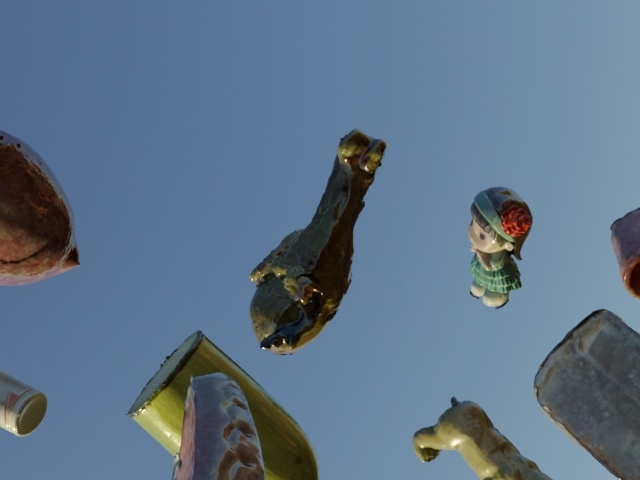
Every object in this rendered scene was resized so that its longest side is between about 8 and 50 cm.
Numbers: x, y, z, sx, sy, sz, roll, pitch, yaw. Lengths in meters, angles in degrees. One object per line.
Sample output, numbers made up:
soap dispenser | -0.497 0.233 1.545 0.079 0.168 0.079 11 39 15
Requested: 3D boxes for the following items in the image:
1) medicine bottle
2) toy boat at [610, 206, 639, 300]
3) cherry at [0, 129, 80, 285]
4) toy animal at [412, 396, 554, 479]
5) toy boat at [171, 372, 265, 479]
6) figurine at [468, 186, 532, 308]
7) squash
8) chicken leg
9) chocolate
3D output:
medicine bottle | -0.366 0.185 1.204 0.057 0.089 0.057 -50 -26 -37
toy boat | 0.412 0.069 1.012 0.282 0.206 0.096 -108 30 -59
cherry | -0.412 -0.035 1.329 0.249 0.175 0.192 38 -121 -22
toy animal | 0.211 0.262 1.212 0.103 0.219 0.101 -28 -36 -24
toy boat | -0.075 0.214 0.844 0.227 0.085 0.155 -104 27 -62
figurine | 0.331 0.015 1.914 0.110 0.138 0.245 -23 -47 -24
squash | -0.096 0.232 1.234 0.247 0.132 0.132 42 -121 -11
chicken leg | 0.001 0.008 1.615 0.140 0.211 0.361 24 -90 -19
chocolate | 0.451 0.249 1.469 0.185 0.303 0.100 -44 -39 -4
